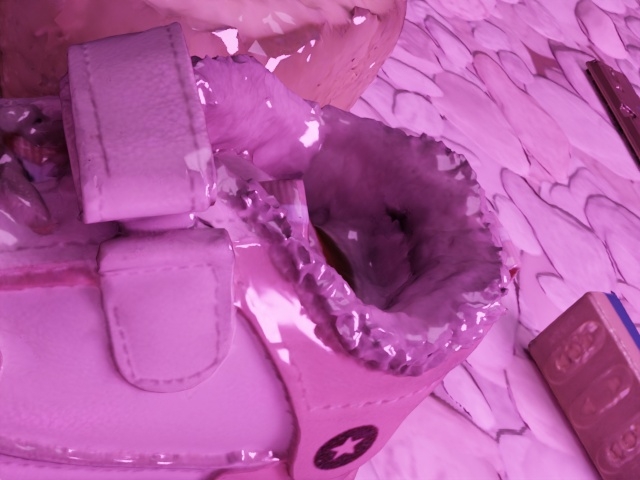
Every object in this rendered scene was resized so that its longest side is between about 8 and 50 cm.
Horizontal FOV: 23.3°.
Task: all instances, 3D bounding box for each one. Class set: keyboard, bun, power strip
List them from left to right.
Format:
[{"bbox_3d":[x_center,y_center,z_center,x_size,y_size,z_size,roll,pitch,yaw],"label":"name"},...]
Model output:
[{"bbox_3d":[-0.092,-0.117,0.741,0.259,0.152,0.259,19,34,-13],"label":"bun"},{"bbox_3d":[0.167,0.091,0.866,0.032,0.056,0.123,9,44,-45],"label":"power strip"},{"bbox_3d":[0.252,-0.093,1.240,0.049,0.015,0.129,20,36,-41],"label":"keyboard"}]

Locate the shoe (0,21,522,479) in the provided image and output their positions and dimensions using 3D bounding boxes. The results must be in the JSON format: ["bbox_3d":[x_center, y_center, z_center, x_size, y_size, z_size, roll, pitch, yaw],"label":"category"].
[{"bbox_3d":[-0.099,0.003,0.536,0.351,0.198,0.172,16,38,-39],"label":"shoe"}]
